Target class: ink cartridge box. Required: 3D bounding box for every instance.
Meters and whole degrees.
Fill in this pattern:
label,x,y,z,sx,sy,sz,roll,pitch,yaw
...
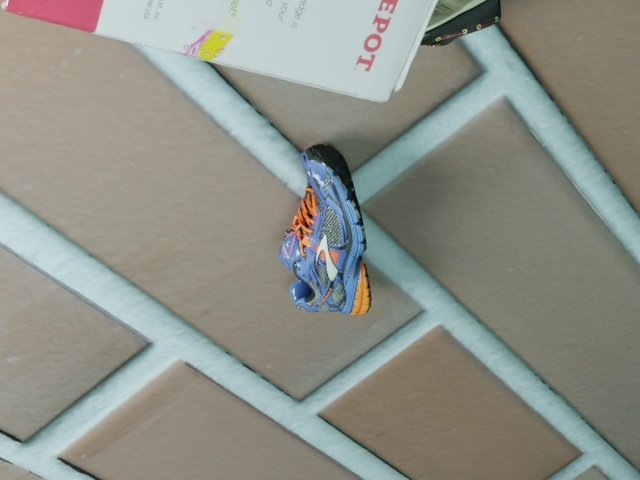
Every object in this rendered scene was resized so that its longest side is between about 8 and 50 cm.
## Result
label,x,y,z,sx,sy,sz,roll,pitch,yaw
ink cartridge box,-0.059,-0.252,0.912,0.306,0.131,0.226,11,125,-19

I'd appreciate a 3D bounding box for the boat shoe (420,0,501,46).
label,x,y,z,sx,sy,sz,roll,pitch,yaw
boat shoe,0.105,-0.194,1.133,0.133,0.049,0.042,-25,128,-7

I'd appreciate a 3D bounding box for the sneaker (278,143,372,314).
label,x,y,z,sx,sy,sz,roll,pitch,yaw
sneaker,0.000,0.000,1.246,0.087,0.083,0.221,-11,131,-4
